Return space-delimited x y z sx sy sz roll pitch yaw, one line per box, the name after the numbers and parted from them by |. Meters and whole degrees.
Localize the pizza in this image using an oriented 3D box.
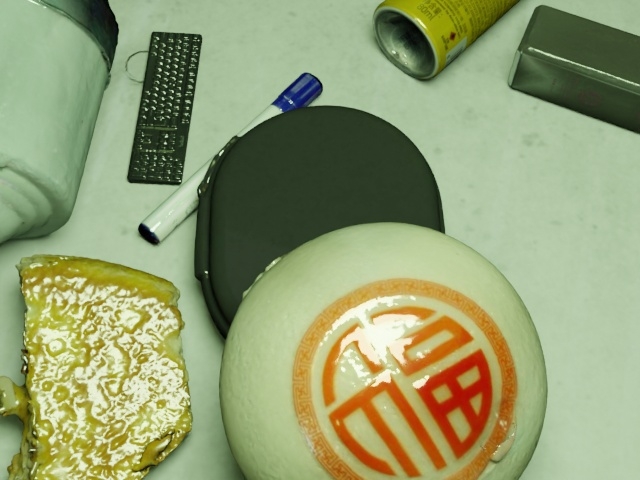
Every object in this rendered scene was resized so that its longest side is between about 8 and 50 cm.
-0.217 0.156 0.976 0.189 0.071 0.297 3 65 -14 | pizza

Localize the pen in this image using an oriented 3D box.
-0.096 -0.092 1.131 0.033 0.033 0.269 38 68 17 | pen

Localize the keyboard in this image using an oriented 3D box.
-0.175 -0.154 1.171 0.061 0.013 0.204 3 62 1 | keyboard

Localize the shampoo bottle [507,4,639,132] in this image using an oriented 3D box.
0.343 -0.181 1.162 0.246 0.080 0.079 21 65 10 | shampoo bottle

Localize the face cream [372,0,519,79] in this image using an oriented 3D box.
0.214 -0.333 1.224 0.105 0.105 0.349 40 69 18 | face cream

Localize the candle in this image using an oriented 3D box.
-0.337 -0.125 1.041 0.221 0.221 0.342 7 66 2 | candle

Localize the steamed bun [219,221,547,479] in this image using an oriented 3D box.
0.058 0.120 0.860 0.283 0.177 0.283 1 84 -9 | steamed bun

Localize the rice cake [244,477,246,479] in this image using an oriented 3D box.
0.012 0.242 0.954 0.189 0.037 0.198 3 62 -1 | rice cake

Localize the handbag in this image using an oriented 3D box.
0.000 0.001 1.051 0.254 0.093 0.308 -1 62 0 | handbag
